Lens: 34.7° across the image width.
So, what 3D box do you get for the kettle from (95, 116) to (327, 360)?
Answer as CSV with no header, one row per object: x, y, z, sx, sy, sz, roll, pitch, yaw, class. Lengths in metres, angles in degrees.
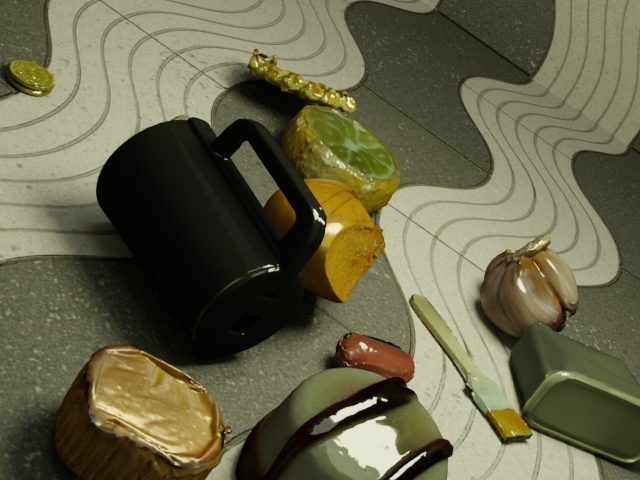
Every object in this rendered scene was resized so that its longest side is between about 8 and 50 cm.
-0.145,-0.019,1.485,0.308,0.262,0.203,52,-8,31,kettle

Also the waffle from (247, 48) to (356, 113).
-0.053,-0.340,2.184,0.280,0.060,0.262,32,9,36,waffle

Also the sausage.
0.083,0.189,1.605,0.141,0.076,0.076,20,32,-28,sausage

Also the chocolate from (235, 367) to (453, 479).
0.050,0.281,1.311,0.283,0.186,0.284,26,29,-16,chocolate

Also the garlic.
0.381,0.105,1.966,0.160,0.214,0.191,-23,91,-30,garlic

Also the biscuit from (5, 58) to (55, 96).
-0.496,-0.279,1.751,0.084,0.023,0.084,26,29,-16,biscuit

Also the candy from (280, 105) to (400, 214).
0.042,-0.160,2.053,0.260,0.118,0.260,29,31,-19,candy

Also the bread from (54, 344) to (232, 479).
-0.214,0.225,1.207,0.199,0.104,0.199,30,25,-15,bread

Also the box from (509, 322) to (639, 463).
0.479,0.268,1.843,0.274,0.138,0.178,25,26,-19,box

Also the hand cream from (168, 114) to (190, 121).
-0.197,-0.126,1.786,0.203,0.084,0.084,45,30,8,hand cream

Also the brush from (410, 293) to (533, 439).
0.252,0.216,1.796,0.085,0.020,0.336,5,39,-42,brush

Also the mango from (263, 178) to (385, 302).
0.000,0.000,1.623,0.199,0.201,0.350,-1,0,10,mango
